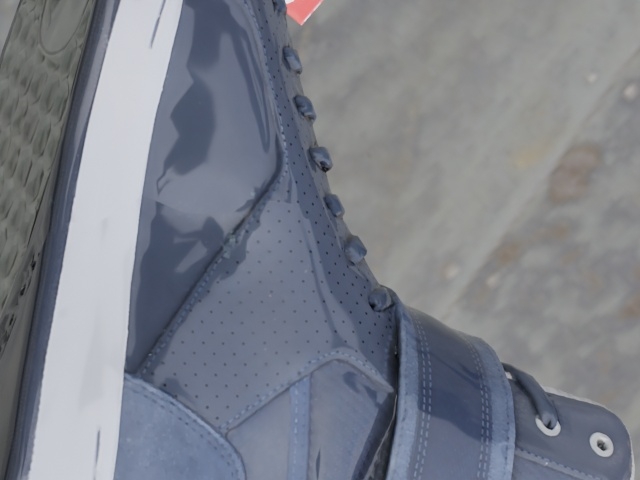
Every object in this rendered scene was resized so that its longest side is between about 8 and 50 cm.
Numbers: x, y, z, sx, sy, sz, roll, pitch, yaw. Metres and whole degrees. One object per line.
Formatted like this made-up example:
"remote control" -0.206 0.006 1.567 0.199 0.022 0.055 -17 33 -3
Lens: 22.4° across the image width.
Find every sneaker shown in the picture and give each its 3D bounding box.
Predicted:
"sneaker" -0.001 0.001 0.408 0.163 0.226 0.086 15 162 -25

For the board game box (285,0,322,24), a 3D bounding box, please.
"board game box" -0.040 -0.271 1.142 0.193 0.045 0.147 37 106 -18
